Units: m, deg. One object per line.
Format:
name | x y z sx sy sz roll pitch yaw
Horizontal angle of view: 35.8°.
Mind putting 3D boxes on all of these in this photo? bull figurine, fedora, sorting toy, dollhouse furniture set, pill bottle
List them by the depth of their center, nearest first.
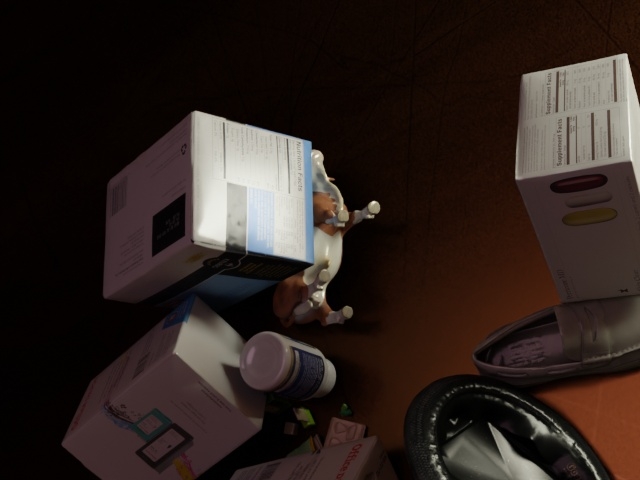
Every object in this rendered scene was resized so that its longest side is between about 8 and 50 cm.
fedora | 0.237 0.350 1.351 0.334 0.334 0.152 59 138 32
pill bottle | -0.047 0.209 1.605 0.094 0.169 0.094 -12 68 30
sorting toy | 0.043 0.308 1.607 0.062 0.012 0.083 10 70 21
dollhouse furniture set | -0.048 0.324 1.636 0.076 0.059 0.151 -38 58 17
bull figurine | 0.000 0.000 1.676 0.188 0.101 0.310 2 80 60

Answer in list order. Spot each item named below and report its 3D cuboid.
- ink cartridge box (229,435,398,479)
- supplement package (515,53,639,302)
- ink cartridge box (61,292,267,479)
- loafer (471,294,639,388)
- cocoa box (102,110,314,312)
ink cartridge box | -0.032 0.417 1.498 0.273 0.197 0.114 -20 103 26
supplement package | 0.368 -0.077 1.339 0.145 0.262 0.204 -9 47 24
ink cartridge box | -0.250 0.272 1.649 0.270 0.197 0.198 -39 17 19
loafer | 0.368 0.137 1.400 0.320 0.111 0.112 -24 62 24
cocoa box | -0.194 -0.032 1.679 0.347 0.228 0.231 -27 58 51
